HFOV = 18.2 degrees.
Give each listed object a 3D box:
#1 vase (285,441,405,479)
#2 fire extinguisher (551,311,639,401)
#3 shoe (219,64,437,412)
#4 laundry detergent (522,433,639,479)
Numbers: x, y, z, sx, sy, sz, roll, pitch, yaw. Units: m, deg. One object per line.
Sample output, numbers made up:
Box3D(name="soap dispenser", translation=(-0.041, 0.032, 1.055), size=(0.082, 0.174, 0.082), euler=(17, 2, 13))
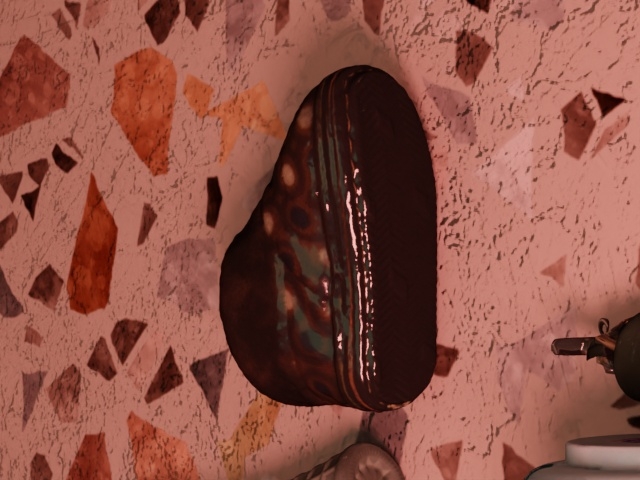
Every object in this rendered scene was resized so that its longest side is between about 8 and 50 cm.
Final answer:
Box3D(name="vase", translation=(-0.039, 0.329, 2.305), size=(0.299, 0.143, 0.143), euler=(-27, 72, 37))
Box3D(name="fire extinguisher", translation=(0.374, 0.124, 1.917), size=(0.311, 0.114, 0.095), euler=(11, 105, 45))
Box3D(name="shoe", translation=(0.000, 0.000, 2.237), size=(0.237, 0.171, 0.384), euler=(0, 97, 40))
Box3D(name="laundry detergent", translation=(0.320, 0.336, 1.845), size=(0.287, 0.287, 0.305), euler=(-3, 87, 44))
